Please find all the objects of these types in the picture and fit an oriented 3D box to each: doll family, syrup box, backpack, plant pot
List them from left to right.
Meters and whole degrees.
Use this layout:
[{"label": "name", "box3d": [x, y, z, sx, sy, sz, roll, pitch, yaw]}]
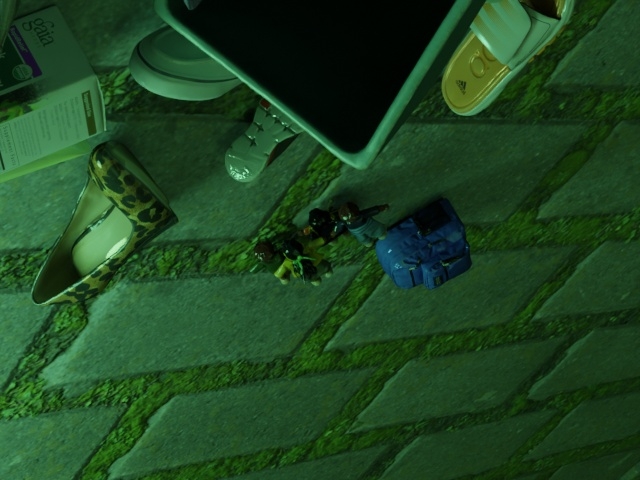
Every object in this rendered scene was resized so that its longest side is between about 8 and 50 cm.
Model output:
[{"label": "syrup box", "box3d": [-0.321, -0.113, 1.388, 0.236, 0.093, 0.096, -25, 153, -15]}, {"label": "doll family", "box3d": [0.000, 0.000, 1.965, 0.193, 0.076, 0.111, -40, 149, 4]}, {"label": "plant pot", "box3d": [0.050, -0.265, 1.363, 0.252, 0.248, 0.247, -43, 168, -47]}, {"label": "backpack", "box3d": [0.141, 0.014, 2.106, 0.120, 0.101, 0.098, -26, 147, -5]}]

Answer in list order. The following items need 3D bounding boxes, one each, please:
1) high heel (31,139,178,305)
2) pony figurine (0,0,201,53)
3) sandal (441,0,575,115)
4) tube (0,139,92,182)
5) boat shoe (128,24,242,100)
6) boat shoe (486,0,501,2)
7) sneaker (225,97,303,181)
[{"label": "high heel", "box3d": [-0.252, -0.008, 1.638, 0.186, 0.093, 0.261, -36, 163, -5]}, {"label": "pony figurine", "box3d": [-0.202, -0.277, 1.092, 0.363, 0.302, 0.351, 1, 107, -43]}, {"label": "sandal", "box3d": [0.194, -0.229, 1.737, 0.076, 0.102, 0.265, -14, 151, -37]}, {"label": "tube", "box3d": [-0.341, -0.071, 1.454, 0.240, 0.070, 0.062, -22, -179, -14]}, {"label": "boat shoe", "box3d": [-0.073, -0.211, 1.509, 0.258, 0.095, 0.084, -24, 151, -39]}, {"label": "boat shoe", "box3d": [0.217, -0.377, 1.524, 0.114, 0.091, 0.302, 29, 129, -10]}, {"label": "sneaker", "box3d": [-0.045, -0.133, 1.718, 0.158, 0.061, 0.065, -42, 179, 21]}]
